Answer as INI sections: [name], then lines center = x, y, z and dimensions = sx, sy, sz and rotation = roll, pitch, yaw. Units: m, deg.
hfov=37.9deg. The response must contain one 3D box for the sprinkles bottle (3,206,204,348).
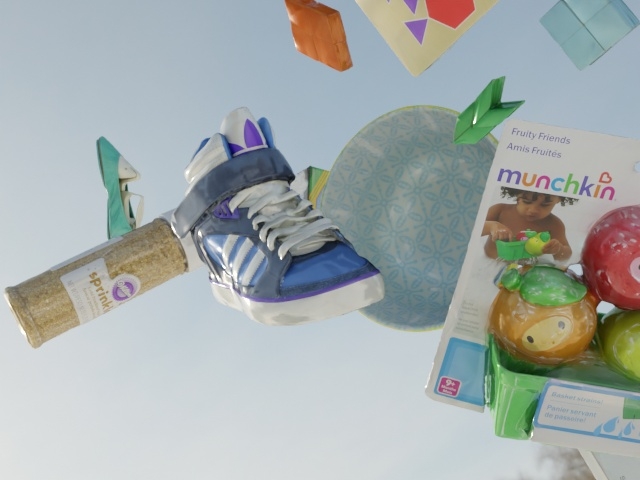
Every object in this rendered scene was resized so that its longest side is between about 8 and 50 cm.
[sprinkles bottle]
center = -0.376, 0.062, 1.665
dimensions = 0.355, 0.121, 0.121
rotation = -27, -23, -21

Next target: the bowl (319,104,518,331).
[bowl]
center = 0.158, -0.024, 1.240
dimensions = 0.289, 0.289, 0.156
rotation = -31, -20, 27

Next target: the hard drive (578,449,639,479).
[hard drive]
center = 0.602, 0.309, 1.528
dimensions = 0.353, 0.233, 0.047
rotation = -24, -19, -15

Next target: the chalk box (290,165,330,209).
[chalk box]
center = 0.000, 0.000, 1.617
dimensions = 0.132, 0.213, 0.132
rotation = 12, -20, -30

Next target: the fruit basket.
[fruit basket]
center = 0.306, 0.065, 0.972
dimensions = 0.327, 0.165, 0.353
rotation = 10, -56, -4

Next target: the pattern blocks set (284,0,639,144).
[pattern blocks set]
center = 0.060, -0.226, 0.652
dimensions = 0.026, 0.325, 0.285
rotation = -34, 4, -42

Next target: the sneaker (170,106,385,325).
[sneaker]
center = -0.063, -0.038, 1.086
dimensions = 0.130, 0.236, 0.323
rotation = -19, 13, -30

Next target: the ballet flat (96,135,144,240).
[ballet flat]
center = -0.428, -0.108, 2.026
dimensions = 0.087, 0.247, 0.083
rotation = -8, -2, 4
